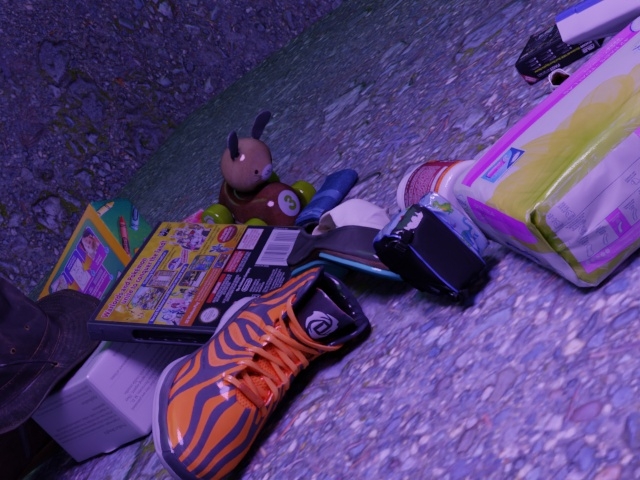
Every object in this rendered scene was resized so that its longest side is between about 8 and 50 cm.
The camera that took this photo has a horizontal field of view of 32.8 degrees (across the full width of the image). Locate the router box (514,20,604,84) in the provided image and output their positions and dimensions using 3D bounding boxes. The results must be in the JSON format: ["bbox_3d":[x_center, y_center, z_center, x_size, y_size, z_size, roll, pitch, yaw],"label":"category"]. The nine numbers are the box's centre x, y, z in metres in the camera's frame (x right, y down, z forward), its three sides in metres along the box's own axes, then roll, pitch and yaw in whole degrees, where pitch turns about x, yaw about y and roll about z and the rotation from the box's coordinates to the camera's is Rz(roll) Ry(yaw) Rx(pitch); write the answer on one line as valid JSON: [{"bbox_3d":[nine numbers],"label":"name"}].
[{"bbox_3d":[0.331,-0.272,1.480,0.122,0.038,0.092,-26,22,42],"label":"router box"}]

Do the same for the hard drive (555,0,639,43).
[{"bbox_3d":[0.430,-0.290,1.129,0.210,0.040,0.319,-18,-2,-38],"label":"hard drive"}]

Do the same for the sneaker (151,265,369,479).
[{"bbox_3d":[-0.058,0.124,1.179,0.180,0.124,0.321,-33,18,33],"label":"sneaker"}]

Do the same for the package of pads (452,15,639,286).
[{"bbox_3d":[0.284,-0.100,1.010,0.296,0.101,0.229,-42,15,-1],"label":"package of pads"}]

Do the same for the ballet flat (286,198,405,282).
[{"bbox_3d":[0.031,0.000,1.322,0.280,0.095,0.096,-5,69,64],"label":"ballet flat"}]

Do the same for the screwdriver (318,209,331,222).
[{"bbox_3d":[0.000,0.000,1.565,0.024,0.025,0.170,-35,16,23],"label":"screwdriver"}]

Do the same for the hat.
[{"bbox_3d":[-0.471,0.141,1.521,0.331,0.134,0.331,-22,27,12],"label":"hat"}]

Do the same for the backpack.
[{"bbox_3d":[0.114,0.007,1.122,0.084,0.105,0.114,-50,6,-14],"label":"backpack"}]

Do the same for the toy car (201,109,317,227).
[{"bbox_3d":[-0.100,-0.106,1.712,0.149,0.188,0.155,20,42,29],"label":"toy car"}]

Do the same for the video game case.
[{"bbox_3d":[-0.156,0.057,1.516,0.248,0.035,0.275,3,31,14],"label":"video game case"}]

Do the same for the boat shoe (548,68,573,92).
[{"bbox_3d":[0.302,-0.199,1.358,0.035,0.035,0.100,-38,16,15],"label":"boat shoe"}]

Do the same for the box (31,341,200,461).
[{"bbox_3d":[-0.290,0.197,1.547,0.181,0.119,0.182,-27,20,42],"label":"box"}]

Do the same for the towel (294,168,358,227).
[{"bbox_3d":[0.010,-0.066,1.712,0.067,0.029,0.119,-20,26,51],"label":"towel"}]

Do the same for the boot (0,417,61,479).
[{"bbox_3d":[-0.486,0.309,1.582,0.248,0.090,0.207,-44,-29,-30],"label":"boot"}]

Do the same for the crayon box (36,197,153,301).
[{"bbox_3d":[-0.346,0.090,1.720,0.081,0.165,0.278,-9,-38,-51],"label":"crayon box"}]

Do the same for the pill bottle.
[{"bbox_3d":[0.144,-0.049,1.234,0.086,0.086,0.152,-45,16,-11],"label":"pill bottle"}]

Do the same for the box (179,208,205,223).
[{"bbox_3d":[-0.260,0.070,1.812,0.257,0.122,0.128,-28,22,39],"label":"box"}]
